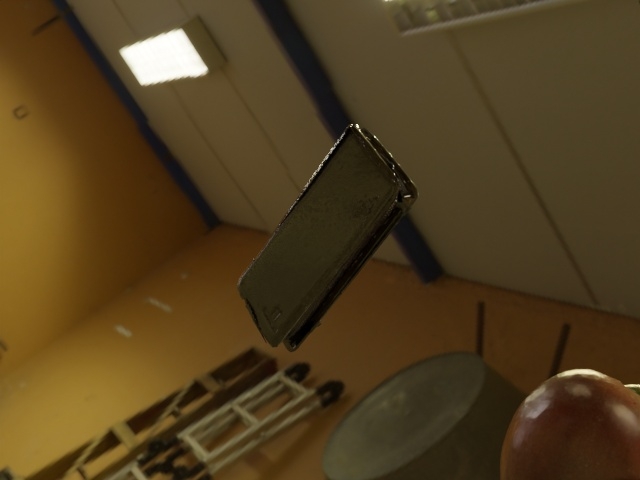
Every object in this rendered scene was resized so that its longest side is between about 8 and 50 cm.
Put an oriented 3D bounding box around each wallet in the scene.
[{"bbox_3d":[0.000,0.000,0.815,0.031,0.198,0.110,20,26,-41],"label":"wallet"}]

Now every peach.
[{"bbox_3d":[0.330,0.275,1.035,0.252,0.252,0.252,45,-20,21],"label":"peach"}]

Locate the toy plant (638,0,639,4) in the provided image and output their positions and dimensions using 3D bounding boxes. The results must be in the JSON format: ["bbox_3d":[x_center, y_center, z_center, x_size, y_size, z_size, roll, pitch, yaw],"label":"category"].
[{"bbox_3d":[0.504,-0.336,1.029,0.316,0.184,0.224,-8,-74,59],"label":"toy plant"}]
